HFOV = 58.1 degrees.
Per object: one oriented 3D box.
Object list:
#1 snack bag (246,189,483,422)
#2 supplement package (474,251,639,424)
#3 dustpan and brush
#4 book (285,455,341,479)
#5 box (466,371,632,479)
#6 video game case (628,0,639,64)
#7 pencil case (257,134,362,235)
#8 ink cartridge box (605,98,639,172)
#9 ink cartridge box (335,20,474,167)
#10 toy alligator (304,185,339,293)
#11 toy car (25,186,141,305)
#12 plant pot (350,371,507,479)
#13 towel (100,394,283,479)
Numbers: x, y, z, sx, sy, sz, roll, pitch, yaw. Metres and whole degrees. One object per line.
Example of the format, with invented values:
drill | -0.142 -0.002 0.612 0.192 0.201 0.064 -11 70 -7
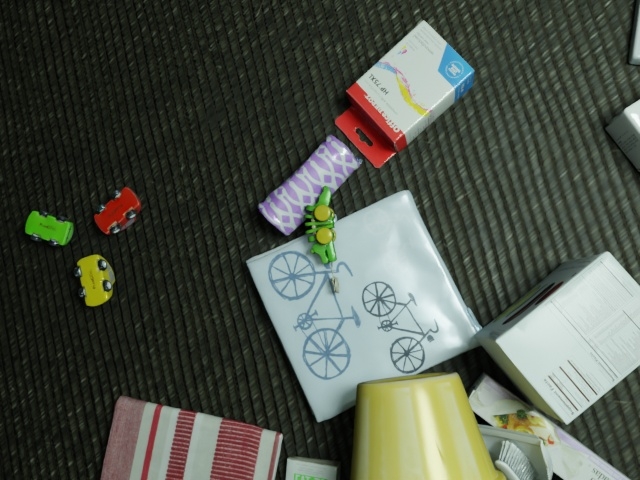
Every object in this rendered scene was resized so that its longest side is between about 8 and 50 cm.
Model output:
snack bag | 0.075 0.106 1.036 0.342 0.037 0.323 -27 81 4
supplement package | 0.373 0.143 0.882 0.203 0.194 0.149 -39 81 -1
dustpan and brush | 0.326 0.398 0.933 0.060 0.147 0.211 -47 112 -31
book | -0.017 0.464 1.022 0.096 0.035 0.144 2 86 15
box | 0.384 0.339 0.937 0.324 0.067 0.063 36 92 11
video game case | 0.702 -0.445 0.970 0.299 0.036 0.329 9 86 12
pencil case | -0.023 -0.104 1.053 0.206 0.086 0.088 -44 44 2
ink cartridge box | 0.613 -0.152 0.924 0.172 0.100 0.237 -34 79 5
ink cartridge box | 0.144 -0.257 1.037 0.231 0.078 0.134 -42 78 5
toy alligator | 0.000 0.000 1.010 0.051 0.056 0.190 -5 89 9
toy car | -0.476 -0.008 1.145 0.224 0.053 0.239 17 87 12
plant pot | 0.152 0.333 0.893 0.253 0.254 0.239 -9 77 10
towel | -0.246 0.437 1.066 0.328 0.037 0.237 9 84 10
